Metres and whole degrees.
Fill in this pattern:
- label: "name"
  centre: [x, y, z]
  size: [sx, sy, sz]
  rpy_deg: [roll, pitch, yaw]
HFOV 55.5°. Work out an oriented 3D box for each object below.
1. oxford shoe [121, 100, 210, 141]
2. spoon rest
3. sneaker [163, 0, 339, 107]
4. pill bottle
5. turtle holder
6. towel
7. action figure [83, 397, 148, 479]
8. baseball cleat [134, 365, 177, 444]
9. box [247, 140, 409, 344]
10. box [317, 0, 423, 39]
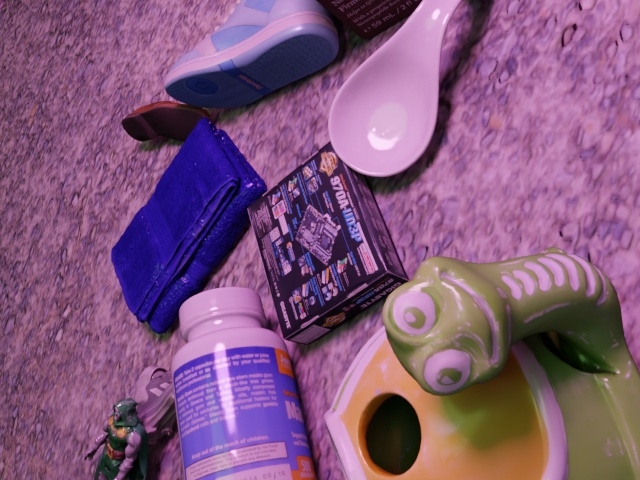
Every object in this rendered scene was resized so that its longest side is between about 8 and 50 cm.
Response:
- label: "oxford shoe"
  centre: [-0.271, -0.229, 1.107]
  size: [0.212, 0.076, 0.076]
  rpy_deg: [8, 49, 36]
- label: "spoon rest"
  centre: [0.109, -0.208, 0.746]
  size: [0.137, 0.084, 0.276]
  rpy_deg: [33, 97, 19]
- label: "sneaker"
  centre: [-0.114, -0.343, 0.973]
  size: [0.319, 0.127, 0.208]
  rpy_deg: [-11, 70, 28]
- label: "pill bottle"
  centre: [-0.103, 0.201, 0.755]
  size: [0.152, 0.152, 0.271]
  rpy_deg: [-32, 57, 29]
- label: "turtle holder"
  centre: [0.129, 0.146, 0.449]
  size: [0.228, 0.320, 0.243]
  rpy_deg: [-19, 76, -6]
- label: "towel"
  centre: [-0.234, -0.031, 0.998]
  size: [0.308, 0.076, 0.227]
  rpy_deg: [-52, 50, 15]
- label: "action figure"
  centre: [-0.301, 0.326, 0.901]
  size: [0.137, 0.064, 0.232]
  rpy_deg: [29, 115, 32]
- label: "baseball cleat"
  centre: [-0.223, 0.213, 0.909]
  size: [0.206, 0.072, 0.109]
  rpy_deg: [-45, 52, 19]
- label: "box"
  centre: [0.000, 0.000, 0.803]
  size: [0.175, 0.051, 0.220]
  rpy_deg: [-36, 55, 26]
- label: "box"
  centre: [0.054, -0.411, 0.794]
  size: [0.169, 0.203, 0.166]
  rpy_deg: [-23, 62, 34]
